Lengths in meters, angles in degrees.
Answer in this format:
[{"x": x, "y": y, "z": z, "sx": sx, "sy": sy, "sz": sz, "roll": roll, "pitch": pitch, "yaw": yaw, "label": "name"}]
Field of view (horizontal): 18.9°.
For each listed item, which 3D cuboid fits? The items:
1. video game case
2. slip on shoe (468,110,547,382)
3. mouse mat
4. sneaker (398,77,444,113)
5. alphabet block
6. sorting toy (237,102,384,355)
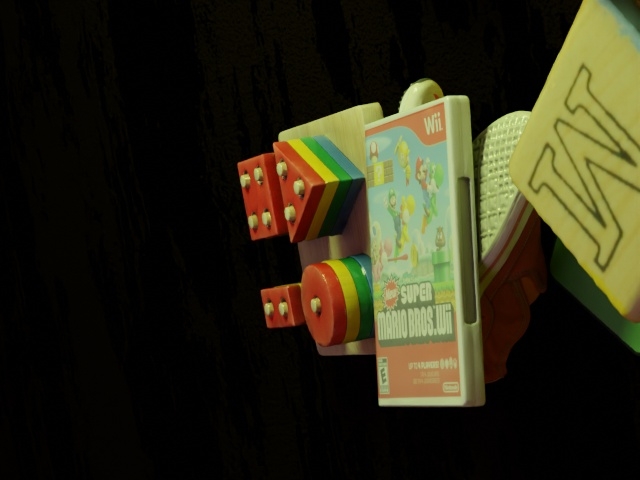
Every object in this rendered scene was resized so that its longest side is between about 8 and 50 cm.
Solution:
[{"x": 0.097, "y": 0.017, "z": 1.839, "sx": 0.204, "sy": 0.025, "sz": 0.285, "roll": 167, "pitch": 101, "yaw": -68, "label": "video game case"}, {"x": 0.169, "y": 0.014, "z": 1.825, "sx": 0.123, "sy": 0.101, "sz": 0.331, "roll": -112, "pitch": 28, "yaw": -46, "label": "slip on shoe"}, {"x": 0.272, "y": -0.008, "z": 1.746, "sx": 0.152, "sy": 0.007, "sz": 0.190, "roll": 46, "pitch": 134, "yaw": 42, "label": "mouse mat"}, {"x": 0.121, "y": -0.081, "z": 1.919, "sx": 0.075, "sy": 0.057, "sz": 0.161, "roll": 22, "pitch": 121, "yaw": 47, "label": "sneaker"}, {"x": 0.296, "y": -0.078, "z": 1.517, "sx": 0.193, "sy": 0.192, "sz": 0.197, "roll": 56, "pitch": 140, "yaw": 35, "label": "alphabet block"}, {"x": 0.000, "y": 0.000, "z": 2.052, "sx": 0.255, "sy": 0.089, "sz": 0.257, "roll": 170, "pitch": 90, "yaw": -69, "label": "sorting toy"}]
